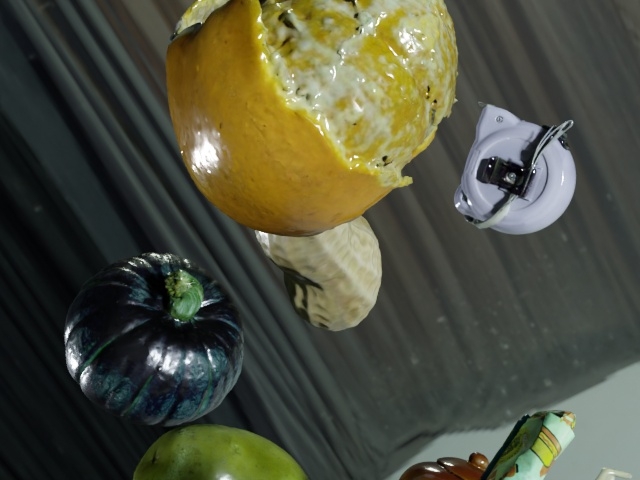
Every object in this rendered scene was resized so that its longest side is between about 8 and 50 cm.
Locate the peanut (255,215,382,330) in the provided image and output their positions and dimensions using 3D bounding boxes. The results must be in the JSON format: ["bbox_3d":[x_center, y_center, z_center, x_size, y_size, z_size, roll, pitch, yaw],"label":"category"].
[{"bbox_3d":[0.000,0.000,1.319,0.120,0.298,0.136,18,64,28],"label":"peanut"}]

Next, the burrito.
[{"bbox_3d":[0.178,0.291,1.205,0.288,0.054,0.104,-49,17,-26],"label":"burrito"}]

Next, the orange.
[{"bbox_3d":[-0.006,-0.077,0.536,0.156,0.134,0.156,-47,15,16],"label":"orange"}]

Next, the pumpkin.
[{"bbox_3d":[-0.210,0.118,1.476,0.248,0.248,0.248,-27,19,10],"label":"pumpkin"}]

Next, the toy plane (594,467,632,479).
[{"bbox_3d":[0.166,0.287,0.838,0.104,0.256,0.242,22,94,46],"label":"toy plane"}]

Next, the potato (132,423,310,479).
[{"bbox_3d":[-0.111,0.366,1.434,0.216,0.304,0.216,-42,22,21],"label":"potato"}]

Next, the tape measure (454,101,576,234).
[{"bbox_3d":[0.307,-0.106,1.704,0.178,0.196,0.105,14,0,24],"label":"tape measure"}]

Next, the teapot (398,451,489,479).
[{"bbox_3d":[0.200,0.364,1.540,0.252,0.178,0.135,144,150,-86],"label":"teapot"}]
